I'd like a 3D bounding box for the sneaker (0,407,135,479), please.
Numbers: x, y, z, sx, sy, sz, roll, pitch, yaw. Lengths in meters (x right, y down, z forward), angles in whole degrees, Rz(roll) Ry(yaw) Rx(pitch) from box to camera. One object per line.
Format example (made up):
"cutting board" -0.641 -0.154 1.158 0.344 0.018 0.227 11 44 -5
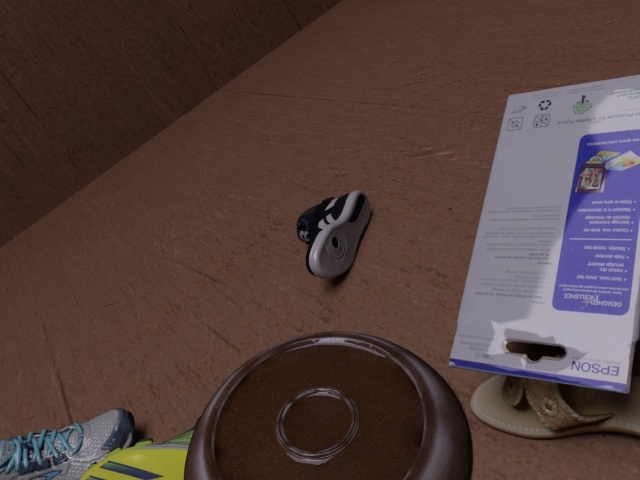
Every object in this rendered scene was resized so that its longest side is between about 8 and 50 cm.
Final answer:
"sneaker" -0.395 0.320 0.808 0.283 0.122 0.110 -34 30 -4

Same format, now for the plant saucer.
"plant saucer" 0.000 0.203 0.612 0.310 0.050 0.311 -8 36 6

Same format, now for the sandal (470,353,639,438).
"sandal" 0.245 0.136 0.543 0.240 0.079 0.088 -2 41 41

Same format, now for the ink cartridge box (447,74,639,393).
"ink cartridge box" 0.246 -0.011 0.584 0.165 0.065 0.333 2 63 39

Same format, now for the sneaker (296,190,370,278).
"sneaker" 0.000 0.000 0.983 0.121 0.079 0.217 -13 26 34

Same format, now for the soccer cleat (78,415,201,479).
"soccer cleat" -0.191 0.298 0.686 0.289 0.093 0.121 -27 32 7
